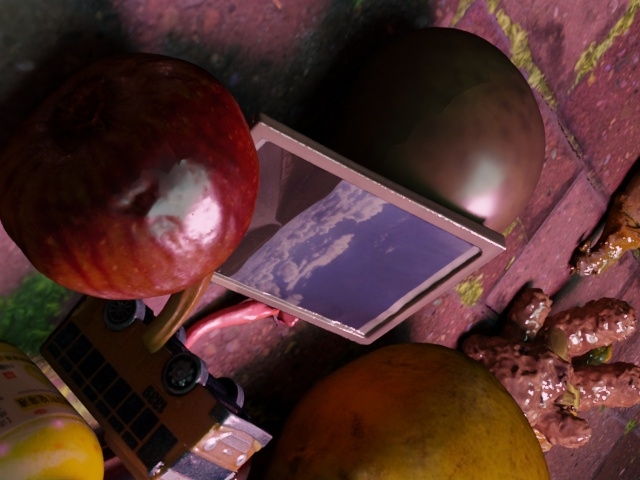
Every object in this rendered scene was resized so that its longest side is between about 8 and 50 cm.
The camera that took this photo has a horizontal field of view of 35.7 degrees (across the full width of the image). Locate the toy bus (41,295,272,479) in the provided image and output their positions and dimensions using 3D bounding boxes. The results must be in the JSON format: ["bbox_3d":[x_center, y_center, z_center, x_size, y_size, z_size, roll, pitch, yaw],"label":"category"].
[{"bbox_3d":[-0.136,0.125,0.808,0.103,0.182,0.091,-48,148,-4],"label":"toy bus"}]

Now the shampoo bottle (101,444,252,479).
[{"bbox_3d":[-0.212,0.253,0.931,0.323,0.084,0.129,-18,132,-41],"label":"shampoo bottle"}]

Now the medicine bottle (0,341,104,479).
[{"bbox_3d":[-0.214,0.177,0.727,0.122,0.212,0.122,-33,143,-29],"label":"medicine bottle"}]

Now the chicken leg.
[{"bbox_3d":[0.482,-0.019,1.542,0.227,0.103,0.088,-51,164,5],"label":"chicken leg"}]

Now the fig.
[{"bbox_3d":[-0.113,-0.026,0.699,0.175,0.175,0.207,-48,136,-8],"label":"fig"}]

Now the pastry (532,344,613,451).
[{"bbox_3d":[0.408,0.249,1.702,0.154,0.102,0.250,-34,149,-54],"label":"pastry"}]

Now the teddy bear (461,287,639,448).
[{"bbox_3d":[0.355,0.186,1.477,0.296,0.246,0.222,-13,176,0],"label":"teddy bear"}]

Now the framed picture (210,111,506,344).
[{"bbox_3d":[0.000,0.000,0.836,0.260,0.023,0.189,25,134,-29],"label":"framed picture"}]

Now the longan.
[{"bbox_3d":[0.101,-0.080,0.906,0.220,0.196,0.196,-53,149,8],"label":"longan"}]

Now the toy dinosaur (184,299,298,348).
[{"bbox_3d":[-0.039,0.062,1.008,0.286,0.070,0.139,-38,170,-12],"label":"toy dinosaur"}]

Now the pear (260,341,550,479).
[{"bbox_3d":[0.103,0.299,1.155,0.413,0.352,0.352,3,119,-59],"label":"pear"}]
